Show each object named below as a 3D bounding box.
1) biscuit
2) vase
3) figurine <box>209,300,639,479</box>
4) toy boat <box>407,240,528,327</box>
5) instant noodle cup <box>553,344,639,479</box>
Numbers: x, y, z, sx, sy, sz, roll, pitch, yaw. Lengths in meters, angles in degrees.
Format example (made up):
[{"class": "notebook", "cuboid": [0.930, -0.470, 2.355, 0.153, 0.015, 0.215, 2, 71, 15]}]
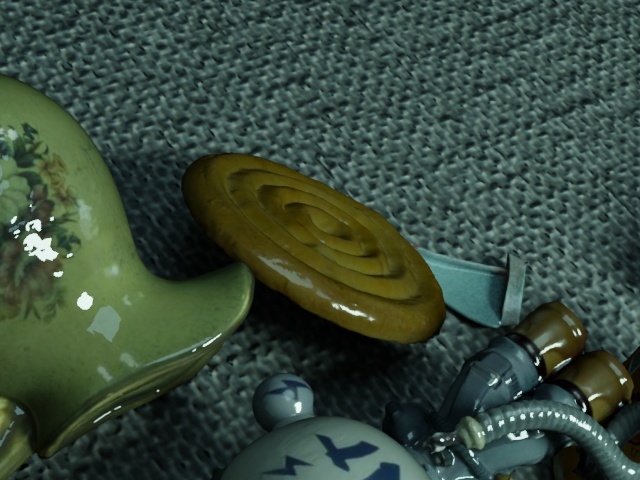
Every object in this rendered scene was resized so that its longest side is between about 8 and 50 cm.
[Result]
[{"class": "biscuit", "cuboid": [0.001, 0.000, 1.251, 0.262, 0.037, 0.262, 28, 18, -10]}, {"class": "vase", "cuboid": [-0.255, 0.061, 1.085, 0.302, 0.241, 0.329, 41, 69, -1]}, {"class": "figurine", "cuboid": [0.060, 0.188, 1.095, 0.382, 0.186, 0.261, -30, 56, -30]}, {"class": "toy boat", "cuboid": [0.129, 0.038, 1.351, 0.122, 0.034, 0.096, 12, 47, 2]}, {"class": "instant noodle cup", "cuboid": [0.323, 0.162, 1.211, 0.215, 0.172, 0.216, 10, 47, -11]}]
